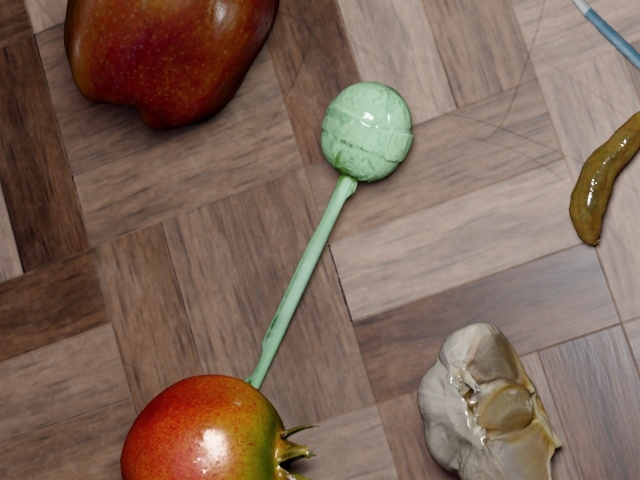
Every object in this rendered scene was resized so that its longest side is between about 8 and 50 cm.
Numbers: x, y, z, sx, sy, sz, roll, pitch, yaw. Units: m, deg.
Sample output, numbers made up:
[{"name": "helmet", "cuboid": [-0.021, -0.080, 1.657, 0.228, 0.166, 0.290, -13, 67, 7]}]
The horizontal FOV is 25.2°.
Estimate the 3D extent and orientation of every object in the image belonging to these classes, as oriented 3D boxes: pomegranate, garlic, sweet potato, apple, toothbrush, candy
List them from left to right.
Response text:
[{"name": "apple", "cuboid": [-0.195, -0.314, 1.881, 0.288, 0.288, 0.316, 28, 106, 19]}, {"name": "pomegranate", "cuboid": [-0.124, 0.283, 1.816, 0.257, 0.221, 0.220, -3, 83, 16]}, {"name": "candy", "cuboid": [0.000, 0.000, 1.880, 0.119, 0.119, 0.439, 26, 100, 19]}, {"name": "garlic", "cuboid": [0.186, 0.218, 1.751, 0.143, 0.178, 0.229, -18, 73, 34]}, {"name": "toothbrush", "cuboid": [0.354, -0.275, 1.826, 0.025, 0.019, 0.275, -46, 73, 14]}, {"name": "sweet potato", "cuboid": [0.354, -0.086, 1.789, 0.054, 0.053, 0.182, 27, 90, 58]}]
